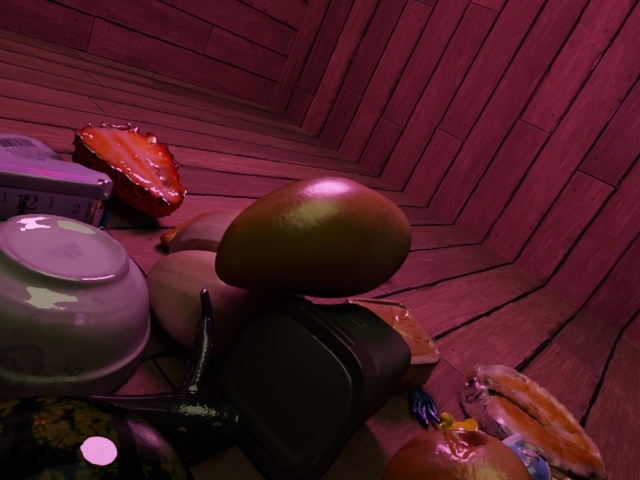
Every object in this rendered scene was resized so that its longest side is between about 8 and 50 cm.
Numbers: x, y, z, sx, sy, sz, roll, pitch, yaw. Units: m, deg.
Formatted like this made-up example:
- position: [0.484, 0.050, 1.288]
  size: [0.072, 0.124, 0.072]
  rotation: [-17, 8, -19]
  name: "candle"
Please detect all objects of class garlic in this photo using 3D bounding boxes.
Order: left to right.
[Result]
- position: [-0.175, 0.076, 0.848]
  size: [0.313, 0.249, 0.286]
  rotation: [36, 65, 7]
  name: "garlic"

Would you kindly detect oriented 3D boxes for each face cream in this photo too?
- position: [-0.583, -0.125, 0.972]
  size: [0.336, 0.080, 0.163]
  rotation: [34, 21, 19]
  name: "face cream"

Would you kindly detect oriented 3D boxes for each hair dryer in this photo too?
- position: [-0.199, 0.166, 0.634]
  size: [0.195, 0.075, 0.219]
  rotation: [14, 58, -14]
  name: "hair dryer"

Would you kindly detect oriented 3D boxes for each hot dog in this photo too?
- position: [-0.311, -0.023, 1.099]
  size: [0.066, 0.047, 0.216]
  rotation: [-8, 16, 12]
  name: "hot dog"

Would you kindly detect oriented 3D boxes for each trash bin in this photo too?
- position: [0.007, 0.210, 0.715]
  size: [0.220, 0.219, 0.250]
  rotation: [39, 17, 28]
  name: "trash bin"

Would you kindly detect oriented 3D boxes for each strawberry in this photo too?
- position: [-0.463, -0.162, 1.125]
  size: [0.280, 0.150, 0.253]
  rotation: [37, 24, -9]
  name: "strawberry"

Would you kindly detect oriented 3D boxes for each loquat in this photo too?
- position: [0.188, 0.353, 0.585]
  size: [0.213, 0.213, 0.213]
  rotation: [23, 21, -9]
  name: "loquat"

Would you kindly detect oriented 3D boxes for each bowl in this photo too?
- position: [-0.384, 0.073, 0.643]
  size: [0.307, 0.163, 0.307]
  rotation: [25, 18, -8]
  name: "bowl"

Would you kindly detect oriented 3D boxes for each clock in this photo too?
- position: [-0.495, -0.047, 0.745]
  size: [0.253, 0.186, 0.083]
  rotation: [6, 31, -44]
  name: "clock"

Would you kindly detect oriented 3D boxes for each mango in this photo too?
- position: [0.000, 0.000, 0.730]
  size: [0.384, 0.199, 0.221]
  rotation: [-7, -5, -44]
  name: "mango"

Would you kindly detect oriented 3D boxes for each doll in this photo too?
- position: [0.305, 0.389, 0.783]
  size: [0.241, 0.135, 0.099]
  rotation: [30, -7, 7]
  name: "doll"

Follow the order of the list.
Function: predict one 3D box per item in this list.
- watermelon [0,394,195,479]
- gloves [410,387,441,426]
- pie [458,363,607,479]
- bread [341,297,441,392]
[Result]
- position: [-0.213, 0.240, 0.319]
  size: [0.269, 0.269, 0.269]
  rotation: [23, 21, -9]
  name: "watermelon"
- position: [0.208, 0.332, 0.898]
  size: [0.064, 0.026, 0.086]
  rotation: [26, 20, -6]
  name: "gloves"
- position: [0.449, 0.392, 0.975]
  size: [0.339, 0.077, 0.339]
  rotation: [23, 17, -8]
  name: "pie"
- position: [0.129, 0.221, 0.954]
  size: [0.209, 0.110, 0.192]
  rotation: [7, 34, -41]
  name: "bread"
